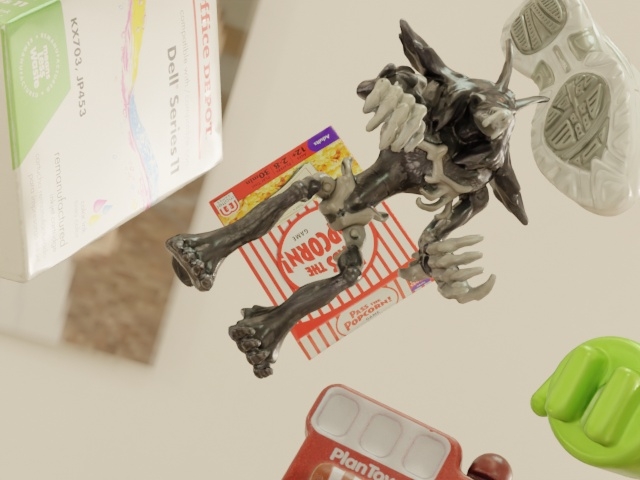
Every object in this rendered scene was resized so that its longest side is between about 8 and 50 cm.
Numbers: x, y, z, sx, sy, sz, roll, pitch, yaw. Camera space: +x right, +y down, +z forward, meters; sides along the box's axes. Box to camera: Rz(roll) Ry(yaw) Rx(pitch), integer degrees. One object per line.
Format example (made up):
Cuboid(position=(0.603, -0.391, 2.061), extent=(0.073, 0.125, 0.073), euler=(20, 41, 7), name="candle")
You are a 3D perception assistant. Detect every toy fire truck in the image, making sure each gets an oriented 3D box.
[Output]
Cuboid(position=(0.086, 0.310, 2.080), extent=(0.302, 0.254, 0.169), euler=(23, -26, 15), name="toy fire truck")

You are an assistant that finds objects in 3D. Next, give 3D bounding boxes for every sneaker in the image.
Cuboid(position=(0.213, -0.095, 1.430), extent=(0.115, 0.090, 0.232), euler=(35, 31, -32), name="sneaker")

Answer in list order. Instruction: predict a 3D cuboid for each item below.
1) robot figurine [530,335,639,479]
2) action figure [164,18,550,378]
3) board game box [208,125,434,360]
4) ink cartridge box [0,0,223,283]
Cuboid(position=(0.159, 0.087, 0.986), extent=(0.101, 0.067, 0.115), euler=(27, 2, 33), name="robot figurine")
Cuboid(position=(0.048, -0.029, 1.215), extent=(0.164, 0.275, 0.141), euler=(57, -12, -19), name="action figure")
Cuboid(position=(0.000, 0.000, 1.873), extent=(0.193, 0.147, 0.045), euler=(56, -3, 33), name="board game box")
Cuboid(position=(-0.181, -0.130, 1.532), extent=(0.119, 0.207, 0.353), euler=(11, 26, 26), name="ink cartridge box")
